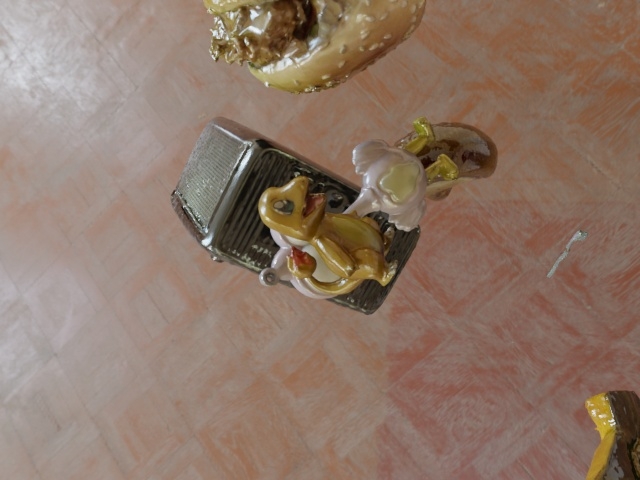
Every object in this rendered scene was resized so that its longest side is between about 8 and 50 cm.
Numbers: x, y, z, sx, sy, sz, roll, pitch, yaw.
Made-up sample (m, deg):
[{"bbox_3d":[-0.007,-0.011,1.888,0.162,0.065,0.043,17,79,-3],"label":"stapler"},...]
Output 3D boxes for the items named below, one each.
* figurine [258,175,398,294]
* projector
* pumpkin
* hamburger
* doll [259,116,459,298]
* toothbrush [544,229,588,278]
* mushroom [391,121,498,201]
[{"bbox_3d":[-0.004,0.001,0.646,0.176,0.121,0.122,35,123,-18],"label":"figurine"},{"bbox_3d":[-0.068,-0.055,1.100,0.242,0.395,0.405,-61,30,5],"label":"projector"},{"bbox_3d":[0.433,0.333,0.728,0.095,0.290,0.258,-31,101,37],"label":"pumpkin"},{"bbox_3d":[-0.047,-0.361,0.846,0.287,0.268,0.445,-37,29,-4],"label":"hamburger"},{"bbox_3d":[0.053,-0.043,0.825,0.365,0.094,0.160,-39,104,-21],"label":"doll"},{"bbox_3d":[0.465,0.031,1.030,0.019,0.193,0.013,10,62,6],"label":"toothbrush"},{"bbox_3d":[0.240,-0.162,1.133,0.253,0.253,0.153,-18,86,16],"label":"mushroom"}]
